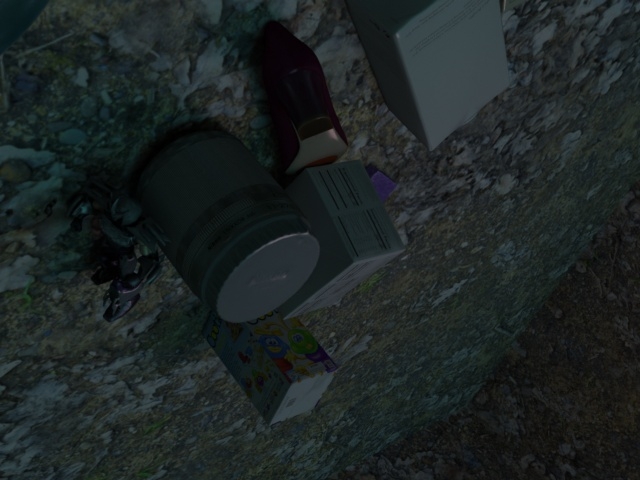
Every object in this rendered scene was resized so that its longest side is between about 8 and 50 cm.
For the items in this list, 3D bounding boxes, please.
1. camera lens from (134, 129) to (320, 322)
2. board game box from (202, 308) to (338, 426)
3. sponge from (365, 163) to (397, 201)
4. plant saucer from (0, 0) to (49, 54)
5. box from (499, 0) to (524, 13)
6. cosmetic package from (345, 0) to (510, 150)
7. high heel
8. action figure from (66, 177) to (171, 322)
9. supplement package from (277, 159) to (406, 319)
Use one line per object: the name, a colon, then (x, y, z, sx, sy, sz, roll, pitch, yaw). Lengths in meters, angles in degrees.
camera lens: (-0.158, -0.029, 1.308, 0.219, 0.274, 0.219, -30, 150, -19)
board game box: (-0.114, 0.241, 1.742, 0.142, 0.275, 0.144, -12, 140, -43)
sponge: (0.077, -0.072, 1.797, 0.210, 0.031, 0.117, -48, 151, 12)
plant saucer: (-0.315, -0.318, 0.800, 0.318, 0.043, 0.317, -60, -175, 9)
box: (0.337, -0.539, 1.360, 0.148, 0.127, 0.232, -33, 151, -16)
cosmetic package: (0.203, -0.358, 1.425, 0.217, 0.156, 0.385, -39, 153, -4)
high heel: (-0.034, -0.236, 1.399, 0.127, 0.181, 0.377, -19, 170, -7)
action figure: (-0.325, 0.015, 1.282, 0.099, 0.185, 0.285, -30, 160, -29)
supplement package: (0.000, 0.000, 1.548, 0.145, 0.204, 0.262, -13, 161, -41)
